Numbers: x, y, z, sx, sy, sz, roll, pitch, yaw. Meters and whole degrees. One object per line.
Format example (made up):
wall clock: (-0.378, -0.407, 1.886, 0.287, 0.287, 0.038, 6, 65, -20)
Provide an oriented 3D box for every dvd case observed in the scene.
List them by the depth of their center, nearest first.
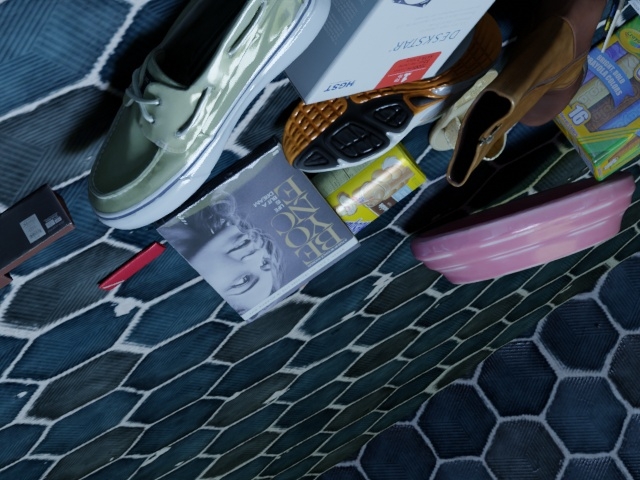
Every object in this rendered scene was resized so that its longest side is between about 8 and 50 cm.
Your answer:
dvd case: (-0.067, -0.006, 1.750, 0.164, 0.018, 0.221, -35, 140, 4)

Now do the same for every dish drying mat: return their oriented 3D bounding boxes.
dish drying mat: (-0.212, 0.030, 1.749, 0.083, 0.008, 0.032, -36, 162, 8)

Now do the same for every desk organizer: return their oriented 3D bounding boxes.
desk organizer: (-0.293, 0.006, 1.469, 0.130, 0.047, 0.050, -34, 166, 1)

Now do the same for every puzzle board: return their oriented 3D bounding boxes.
puzzle board: (0.339, -0.288, 1.744, 0.096, 0.011, 0.128, 95, 13, -69)

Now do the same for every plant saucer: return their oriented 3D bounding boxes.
plant saucer: (0.295, -0.013, 2.221, 0.332, 0.084, 0.332, -17, -178, 1)

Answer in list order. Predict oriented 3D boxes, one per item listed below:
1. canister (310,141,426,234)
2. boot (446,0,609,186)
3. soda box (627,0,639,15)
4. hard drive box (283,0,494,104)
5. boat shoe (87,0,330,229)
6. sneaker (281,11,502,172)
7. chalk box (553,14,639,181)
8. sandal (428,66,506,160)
canister: (0.035, -0.055, 1.857, 0.170, 0.073, 0.126, -37, 162, 7)
boot: (0.221, -0.149, 1.699, 0.280, 0.096, 0.264, -54, 177, -35)
soda box: (0.385, -0.292, 1.727, 0.053, 0.060, 0.169, -37, -166, 29)
hard drive box: (0.080, -0.240, 1.397, 0.181, 0.089, 0.232, -18, 158, -41)
boat shoe: (-0.119, -0.135, 1.339, 0.094, 0.109, 0.302, 17, 120, -49)
sneaker: (0.079, -0.143, 1.661, 0.262, 0.099, 0.121, -30, 167, -6)
chalk box: (0.416, -0.199, 2.050, 0.213, 0.132, 0.132, -35, 163, 6)
sandal: (0.192, -0.135, 1.907, 0.088, 0.079, 0.240, -30, 163, -10)
